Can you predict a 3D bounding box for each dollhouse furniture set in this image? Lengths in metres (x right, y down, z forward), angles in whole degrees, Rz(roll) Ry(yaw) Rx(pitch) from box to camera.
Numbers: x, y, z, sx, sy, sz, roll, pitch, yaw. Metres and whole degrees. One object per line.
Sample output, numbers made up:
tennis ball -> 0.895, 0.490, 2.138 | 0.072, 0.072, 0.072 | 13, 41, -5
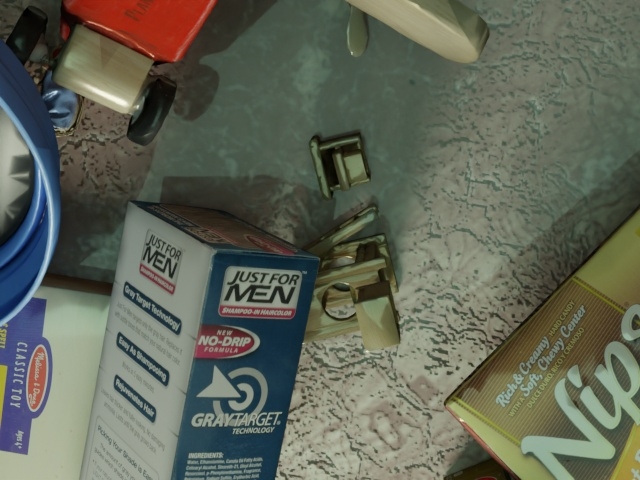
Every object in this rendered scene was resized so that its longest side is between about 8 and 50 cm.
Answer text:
dollhouse furniture set -> 0.000, 0.000, 1.012 | 0.101, 0.182, 0.161 | -13, 100, 6

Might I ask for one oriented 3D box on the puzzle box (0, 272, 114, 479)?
puzzle box -> -0.304, 0.226, 1.138 | 0.272, 0.052, 0.409 | 10, 101, 2

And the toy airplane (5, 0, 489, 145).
toy airplane -> -0.087, -0.266, 0.879 | 0.384, 0.386, 0.272 | 5, 60, 22

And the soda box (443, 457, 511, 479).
soda box -> 0.149, 0.255, 1.051 | 0.061, 0.181, 0.058 | -23, 98, 8

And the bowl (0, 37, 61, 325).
bowl -> -0.392, -0.067, 0.937 | 0.391, 0.077, 0.391 | 3, 133, 3

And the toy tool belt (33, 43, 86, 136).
toy tool belt -> -0.237, -0.133, 1.068 | 0.052, 0.051, 0.083 | 7, 100, 2

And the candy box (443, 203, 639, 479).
candy box -> 0.279, 0.094, 1.020 | 0.316, 0.087, 0.183 | -45, 82, 0

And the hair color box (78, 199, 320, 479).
hair color box -> -0.116, 0.155, 1.013 | 0.105, 0.174, 0.347 | 5, 102, -34
